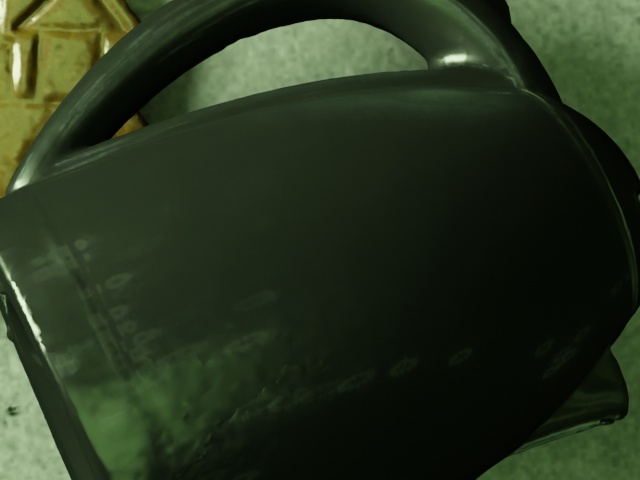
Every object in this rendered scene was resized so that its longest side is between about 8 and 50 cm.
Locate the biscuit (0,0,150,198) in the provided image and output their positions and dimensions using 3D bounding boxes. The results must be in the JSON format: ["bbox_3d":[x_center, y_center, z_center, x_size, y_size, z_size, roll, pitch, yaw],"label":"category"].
[{"bbox_3d":[-0.171,-0.083,0.837,0.182,0.034,0.215,-2,94,-2],"label":"biscuit"}]

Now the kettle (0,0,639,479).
[{"bbox_3d":[0.000,0.000,0.775,0.290,0.207,0.268,-25,81,-12],"label":"kettle"}]
